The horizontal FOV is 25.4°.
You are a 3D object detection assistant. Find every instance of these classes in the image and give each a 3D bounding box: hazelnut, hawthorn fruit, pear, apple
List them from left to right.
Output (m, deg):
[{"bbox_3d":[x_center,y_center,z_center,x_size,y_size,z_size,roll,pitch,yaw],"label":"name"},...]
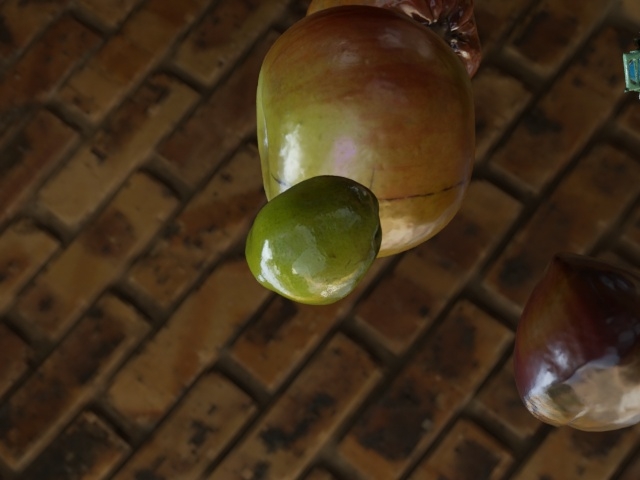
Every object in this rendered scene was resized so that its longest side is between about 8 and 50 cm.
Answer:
[{"bbox_3d":[0.000,0.000,0.957,0.097,0.092,0.092,-30,-11,36],"label":"pear"},{"bbox_3d":[0.050,-0.119,1.588,0.233,0.286,0.286,-4,-44,-8],"label":"apple"},{"bbox_3d":[0.090,-0.315,2.192,0.277,0.298,0.277,-16,-68,-47],"label":"hawthorn fruit"},{"bbox_3d":[0.301,0.104,1.569,0.208,0.208,0.208,-38,-32,-28],"label":"hazelnut"}]

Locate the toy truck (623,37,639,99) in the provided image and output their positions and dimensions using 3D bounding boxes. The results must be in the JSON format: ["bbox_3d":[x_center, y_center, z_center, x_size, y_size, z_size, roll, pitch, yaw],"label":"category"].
[{"bbox_3d":[0.335,-0.169,1.345,0.078,0.154,0.080,-11,-84,-15],"label":"toy truck"}]
